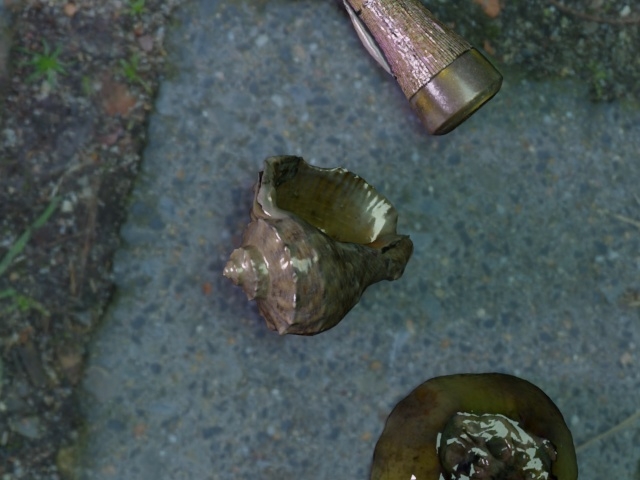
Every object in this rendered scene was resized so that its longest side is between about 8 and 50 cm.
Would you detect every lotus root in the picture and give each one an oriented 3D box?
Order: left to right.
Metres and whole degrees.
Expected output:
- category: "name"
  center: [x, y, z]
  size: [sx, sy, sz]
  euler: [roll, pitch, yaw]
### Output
- category: "lotus root"
  center: [0.149, 0.206, 1.734]
  size: [0.203, 0.078, 0.183]
  euler: [-3, 83, -20]

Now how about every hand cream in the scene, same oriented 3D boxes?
- category: "hand cream"
  center: [0.075, -0.194, 1.777]
  size: [0.084, 0.084, 0.203]
  euler: [-39, 89, -19]

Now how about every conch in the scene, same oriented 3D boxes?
- category: "conch"
  center: [0.000, 0.000, 1.692]
  size: [0.207, 0.130, 0.155]
  euler: [-12, 98, -33]
